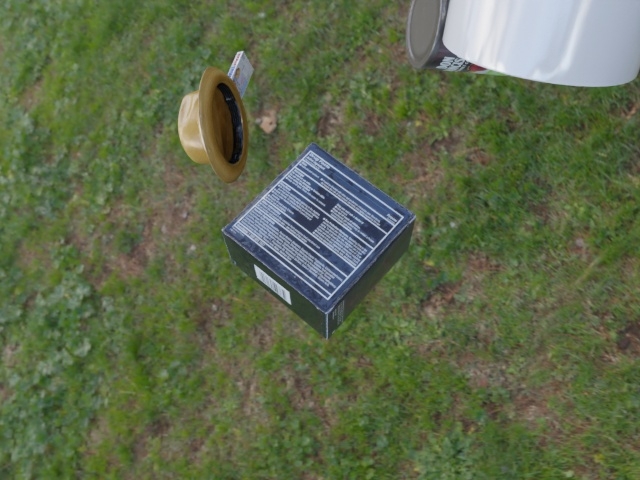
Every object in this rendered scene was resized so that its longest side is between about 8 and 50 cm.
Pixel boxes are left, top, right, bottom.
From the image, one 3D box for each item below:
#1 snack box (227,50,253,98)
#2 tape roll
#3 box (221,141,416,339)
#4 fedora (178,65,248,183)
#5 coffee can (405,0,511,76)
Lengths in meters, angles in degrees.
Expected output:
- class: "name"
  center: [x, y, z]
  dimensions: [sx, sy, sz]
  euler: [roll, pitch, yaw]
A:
- class: "snack box"
  center: [-0.218, -0.412, 1.833]
  dimensions: [0.022, 0.064, 0.178]
  euler: [-5, 49, 25]
- class: "tape roll"
  center: [0.282, -0.304, 0.849]
  dimensions: [0.246, 0.246, 0.169]
  euler: [34, 129, 37]
- class: "box"
  center: [0.000, 0.000, 1.538]
  dimensions: [0.296, 0.182, 0.294]
  euler: [38, 71, 17]
- class: "fedora"
  center: [-0.186, -0.190, 1.182]
  dimensions: [0.079, 0.194, 0.194]
  euler: [-4, 73, 17]
- class: "coffee can"
  center: [0.345, -0.457, 1.503]
  dimensions: [0.201, 0.276, 0.201]
  euler: [-178, 90, -77]
